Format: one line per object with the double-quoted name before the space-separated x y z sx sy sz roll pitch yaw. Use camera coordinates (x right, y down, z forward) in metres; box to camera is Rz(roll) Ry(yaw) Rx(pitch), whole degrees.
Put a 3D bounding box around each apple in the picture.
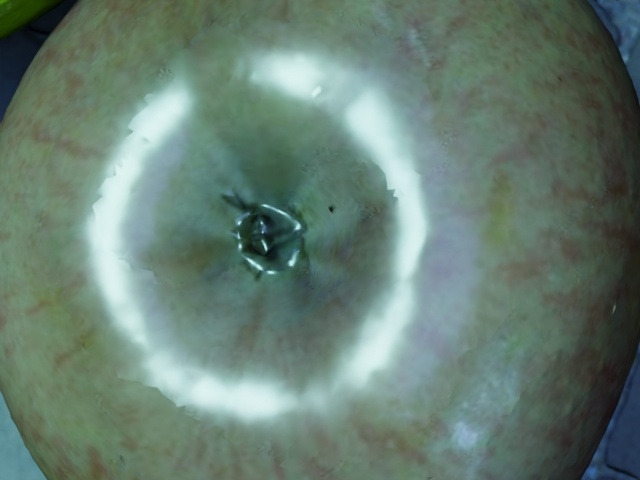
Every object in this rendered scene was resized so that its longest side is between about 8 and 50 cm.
"apple" 0.000 0.000 0.637 0.344 0.269 0.345 0 90 -7

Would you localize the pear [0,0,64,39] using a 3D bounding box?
"pear" -0.271 -0.167 0.655 0.282 0.176 0.286 -42 94 -3
